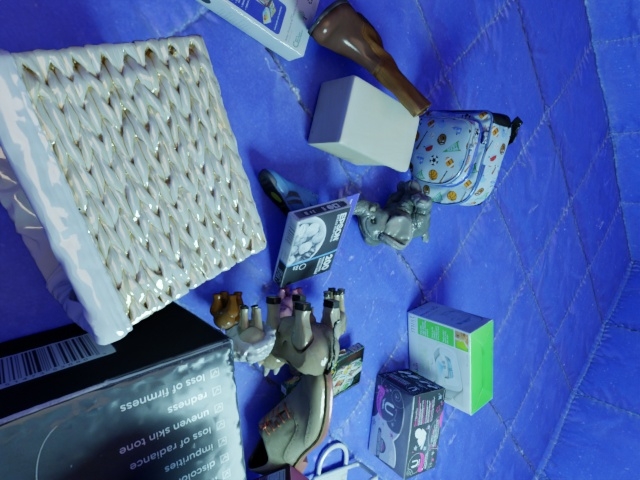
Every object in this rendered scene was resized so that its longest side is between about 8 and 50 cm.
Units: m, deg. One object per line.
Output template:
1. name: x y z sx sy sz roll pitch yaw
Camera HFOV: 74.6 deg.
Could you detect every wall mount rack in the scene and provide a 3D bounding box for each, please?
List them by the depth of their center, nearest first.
1. wall mount rack: 0.014 0.748 1.121 0.303 0.130 0.351 3 95 -39

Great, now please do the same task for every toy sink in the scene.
1. toy sink: 0.105 -0.270 1.018 0.234 0.131 0.153 13 90 -39

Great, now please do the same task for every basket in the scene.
1. basket: -0.299 -0.090 0.605 0.266 0.328 0.332 -32 116 -35

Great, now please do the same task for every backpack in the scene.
1. backpack: 0.375 -0.227 1.171 0.212 0.276 0.264 -10 110 -32

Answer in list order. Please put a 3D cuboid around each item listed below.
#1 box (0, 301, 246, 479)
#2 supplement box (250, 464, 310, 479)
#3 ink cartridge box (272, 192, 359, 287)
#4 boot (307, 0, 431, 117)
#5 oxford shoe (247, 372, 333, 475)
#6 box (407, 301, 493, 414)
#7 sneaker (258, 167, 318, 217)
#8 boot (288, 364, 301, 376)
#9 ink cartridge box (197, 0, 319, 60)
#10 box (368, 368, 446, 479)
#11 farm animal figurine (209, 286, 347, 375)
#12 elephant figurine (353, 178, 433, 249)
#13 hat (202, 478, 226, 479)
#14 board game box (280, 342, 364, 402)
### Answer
1. box: -0.380 0.398 0.636 0.479 0.297 0.473 -13 104 -37
2. supplement box: -0.119 0.600 0.957 0.188 0.081 0.104 -28 122 12
3. ink cartridge box: 0.000 0.000 0.972 0.208 0.045 0.207 -19 142 -36
4. boot: 0.117 -0.375 0.925 0.281 0.096 0.264 53 27 2
5. oxford shoe: -0.070 0.419 0.953 0.130 0.123 0.349 12 110 -22
6. box: 0.397 0.349 1.294 0.126 0.231 0.262 -15 107 -36
7. sneaker: -0.059 -0.100 0.953 0.082 0.069 0.209 -52 129 -14
8. boot: -0.037 0.288 1.062 0.118 0.042 0.087 -40 126 -25
9. ink cartridge box: -0.151 -0.511 0.814 0.332 0.065 0.166 20 85 -41
10. box: 0.252 0.537 1.254 0.142 0.163 0.248 4 95 -35
11. farm animal figurine: -0.052 0.196 0.860 0.329 0.326 0.173 1 89 -23
12. elephant figurine: 0.171 -0.047 1.117 0.239 0.186 0.169 -32 160 -19
13. hat: -0.169 0.466 0.550 0.330 0.133 0.332 5 80 -29
14. board game box: 0.008 0.371 1.096 0.259 0.030 0.136 -16 125 -36
